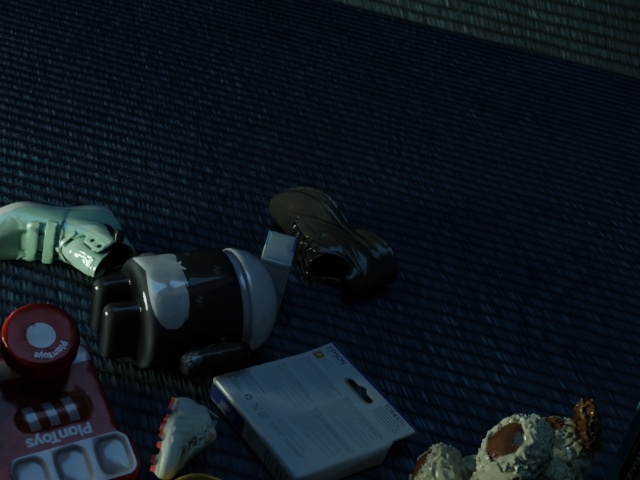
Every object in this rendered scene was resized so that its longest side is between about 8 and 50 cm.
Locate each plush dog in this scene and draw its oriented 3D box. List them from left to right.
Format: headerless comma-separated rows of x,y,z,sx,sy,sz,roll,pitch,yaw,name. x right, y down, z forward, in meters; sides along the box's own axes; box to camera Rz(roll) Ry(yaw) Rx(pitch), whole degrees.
0.285,0.317,1.437,0.225,0.262,0.210,-34,87,-37,plush dog

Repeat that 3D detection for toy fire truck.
-0.405,0.239,1.359,0.302,0.169,0.254,-12,58,-31,toy fire truck

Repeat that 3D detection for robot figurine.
-0.202,0.103,1.608,0.278,0.173,0.209,-6,80,-26,robot figurine

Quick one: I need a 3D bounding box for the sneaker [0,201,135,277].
-0.428,0.006,1.737,0.256,0.094,0.151,-8,32,-33,sneaker

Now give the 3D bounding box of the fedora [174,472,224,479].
-0.159,0.348,1.329,0.194,0.079,0.194,8,33,-5,fedora

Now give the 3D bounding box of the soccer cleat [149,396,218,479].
-0.178,0.263,1.433,0.076,0.068,0.196,17,14,-3,soccer cleat

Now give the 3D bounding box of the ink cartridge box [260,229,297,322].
-0.079,0.060,1.756,0.052,0.122,0.088,16,33,-2,ink cartridge box

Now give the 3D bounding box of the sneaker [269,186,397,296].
0.000,0.000,1.896,0.286,0.109,0.130,34,44,32,sneaker

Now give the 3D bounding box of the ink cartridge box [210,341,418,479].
-0.011,0.254,1.554,0.224,0.045,0.223,-12,41,-35,ink cartridge box

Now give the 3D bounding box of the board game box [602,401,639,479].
0.535,0.249,1.478,0.254,0.336,0.079,-11,39,-32,board game box
